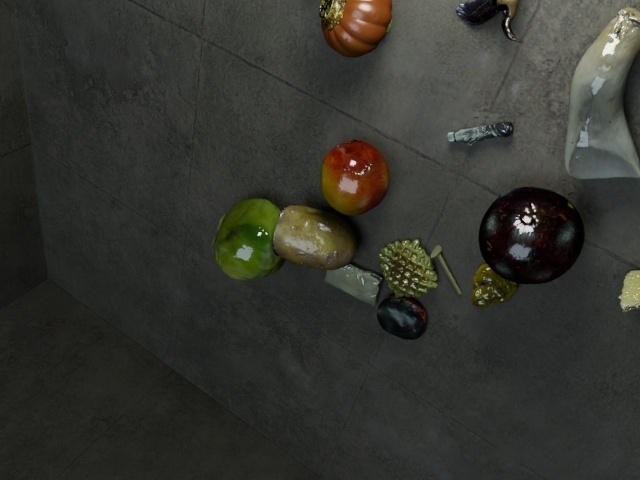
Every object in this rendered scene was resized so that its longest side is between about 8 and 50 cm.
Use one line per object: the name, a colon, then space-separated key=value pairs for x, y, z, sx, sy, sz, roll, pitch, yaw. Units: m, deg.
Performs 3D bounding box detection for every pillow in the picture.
pillow: x=0.118 y=0.147 z=2.288 sx=0.230 sy=0.050 sz=0.148 roll=27 pitch=129 yaw=23

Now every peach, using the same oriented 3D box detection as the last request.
peach: x=0.106 y=-0.199 z=1.939 sx=0.231 sy=0.231 sz=0.231 roll=20 pitch=130 yaw=25

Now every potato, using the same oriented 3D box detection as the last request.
potato: x=0.000 y=0.000 z=2.170 sx=0.266 sy=0.229 sz=0.229 roll=17 pitch=129 yaw=23

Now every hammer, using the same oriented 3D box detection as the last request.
hammer: x=0.419 y=0.110 z=2.032 sx=0.028 sy=0.060 sz=0.195 roll=-16 pitch=113 yaw=43

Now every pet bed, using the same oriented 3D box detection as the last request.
pet bed: x=0.297 y=0.280 z=2.244 sx=0.201 sy=0.053 sz=0.201 roll=21 pitch=131 yaw=26

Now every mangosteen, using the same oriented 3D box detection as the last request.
mangosteen: x=0.574 y=-0.005 z=1.684 sx=0.288 sy=0.288 sz=0.288 roll=20 pitch=130 yaw=25

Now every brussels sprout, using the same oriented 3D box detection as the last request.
brussels sprout: x=-0.257 y=0.005 z=2.328 sx=0.268 sy=0.344 sz=0.344 roll=26 pitch=145 yaw=-29

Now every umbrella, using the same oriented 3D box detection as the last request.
umbrella: x=0.444 y=-0.296 z=1.720 sx=0.188 sy=0.046 sz=0.050 roll=-2 pitch=75 yaw=38

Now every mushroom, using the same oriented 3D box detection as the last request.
mushroom: x=0.678 y=-0.341 z=1.460 sx=0.177 sy=0.126 sz=0.397 roll=3 pitch=122 yaw=24

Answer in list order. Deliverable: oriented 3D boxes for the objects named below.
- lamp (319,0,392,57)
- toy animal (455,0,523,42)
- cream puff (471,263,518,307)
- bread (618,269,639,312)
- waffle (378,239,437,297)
lamp: x=0.095 y=-0.608 z=1.658 sx=0.223 sy=0.197 sz=0.223 roll=-9 pitch=80 yaw=57
toy animal: x=0.445 y=-0.573 z=1.453 sx=0.160 sy=0.272 sz=0.197 roll=-43 pitch=85 yaw=10
cream puff: x=0.535 y=0.147 z=1.924 sx=0.146 sy=0.116 sz=0.146 roll=23 pitch=133 yaw=27
bread: x=0.936 y=0.125 z=1.605 sx=0.266 sy=0.141 sz=0.178 roll=-13 pitch=152 yaw=41
waffle: x=0.297 y=0.099 z=2.113 sx=0.208 sy=0.054 sz=0.214 roll=-17 pitch=103 yaw=47
